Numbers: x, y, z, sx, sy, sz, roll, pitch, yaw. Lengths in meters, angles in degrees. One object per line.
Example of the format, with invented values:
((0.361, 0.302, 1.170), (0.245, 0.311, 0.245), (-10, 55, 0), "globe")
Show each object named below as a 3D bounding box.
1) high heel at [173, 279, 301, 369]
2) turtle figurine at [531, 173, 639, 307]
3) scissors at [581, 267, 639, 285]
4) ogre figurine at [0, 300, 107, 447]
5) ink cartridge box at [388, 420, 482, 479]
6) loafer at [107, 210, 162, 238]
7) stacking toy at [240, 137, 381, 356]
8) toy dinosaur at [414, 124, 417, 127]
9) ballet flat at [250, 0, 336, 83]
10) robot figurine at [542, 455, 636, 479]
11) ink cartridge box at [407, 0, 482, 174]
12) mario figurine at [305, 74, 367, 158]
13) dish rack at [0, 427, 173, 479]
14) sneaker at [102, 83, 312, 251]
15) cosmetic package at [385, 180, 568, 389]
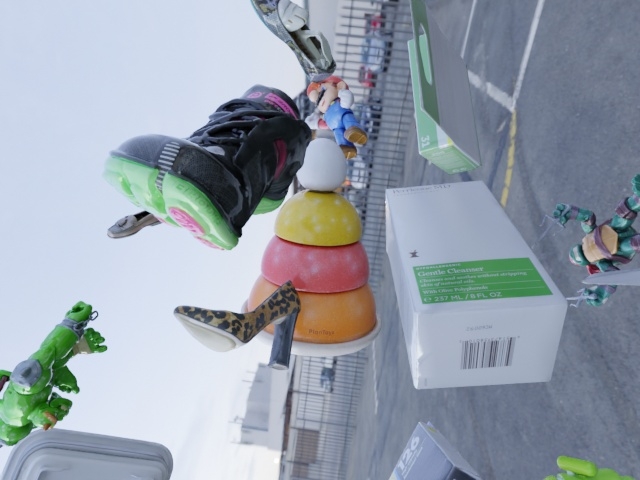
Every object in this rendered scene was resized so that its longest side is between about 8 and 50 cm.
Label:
((-0.148, 0.121, 0.871), (0.093, 0.261, 0.186), (-25, 45, 38), "high heel")
((0.459, 0.003, 0.748), (0.175, 0.118, 0.234), (65, 159, 19), "turtle figurine")
((0.354, 0.030, 0.357), (0.021, 0.298, 0.108), (105, 147, -66), "scissors")
((-0.350, 0.180, 0.577), (0.197, 0.097, 0.118), (-39, 11, 21), "ogre figurine")
((0.158, 0.512, 0.871), (0.303, 0.072, 0.307), (-61, 2, -6), "ink cartridge box")
((-0.368, -0.042, 0.917), (0.125, 0.045, 0.039), (-28, -39, -42), "loafer")
((0.000, 0.000, 1.094), (0.350, 0.352, 0.478), (-74, -9, -74), "stacking toy")
((0.260, -0.329, 1.137), (0.047, 0.090, 0.082), (-15, -82, -50), "toy dinosaur")
((-0.020, -0.207, 0.452), (0.114, 0.041, 0.041), (43, -137, -39), "ballet flat")
((0.292, 0.288, 0.498), (0.067, 0.115, 0.101), (38, -139, -77), "robot figurine")
((0.147, -0.199, 0.602), (0.235, 0.056, 0.170), (12, -109, -54), "ink cartridge box")
((0.027, -0.416, 1.482), (0.170, 0.198, 0.320), (40, -154, -55), "mario figurine")
((-0.426, 0.516, 0.789), (0.072, 0.286, 0.332), (-2, 67, 58), "dish rack")
((-0.124, -0.127, 0.631), (0.202, 0.185, 0.483), (-60, 3, 14), "sneaker")
((0.219, 0.049, 0.750), (0.365, 0.197, 0.155), (-91, -6, -58), "cosmetic package")
